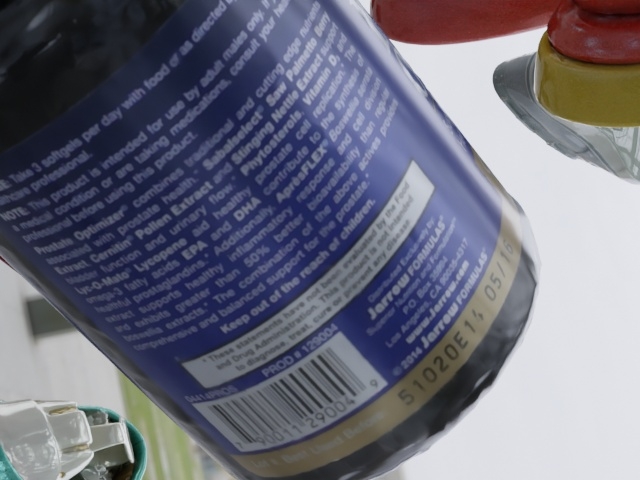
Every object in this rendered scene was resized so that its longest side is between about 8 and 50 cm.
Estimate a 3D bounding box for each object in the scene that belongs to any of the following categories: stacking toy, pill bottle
[{"bbox_3d":[0.177,-0.201,0.855,0.309,0.279,0.130,31,-39,53],"label":"stacking toy"},{"bbox_3d":[-0.044,-0.037,0.409,0.219,0.123,0.123,49,9,-28],"label":"pill bottle"}]

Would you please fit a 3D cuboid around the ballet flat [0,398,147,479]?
[{"bbox_3d":[-0.174,0.131,0.937,0.083,0.087,0.247,64,9,13],"label":"ballet flat"}]

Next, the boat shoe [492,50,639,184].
[{"bbox_3d":[0.241,-0.116,1.376,0.227,0.081,0.079,29,72,-44],"label":"boat shoe"}]

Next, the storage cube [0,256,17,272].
[{"bbox_3d":[-0.128,-0.106,0.683,0.193,0.215,0.183,38,0,0],"label":"storage cube"}]
